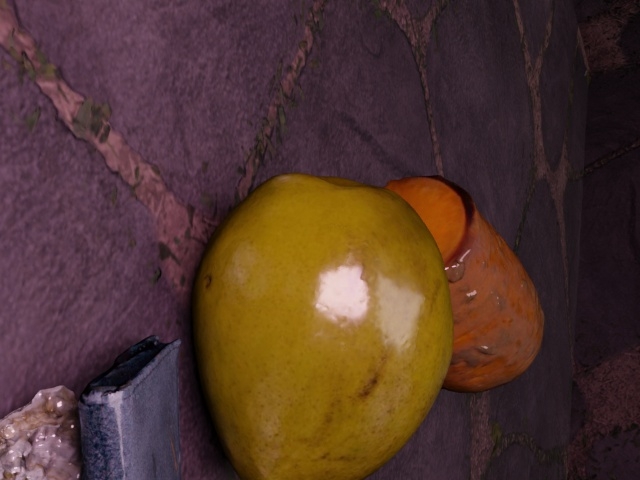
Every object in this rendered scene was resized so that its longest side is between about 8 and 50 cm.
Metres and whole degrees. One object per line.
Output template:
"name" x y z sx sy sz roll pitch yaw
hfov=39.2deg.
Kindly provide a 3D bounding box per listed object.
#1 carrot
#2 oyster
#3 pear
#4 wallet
"carrot" 0.180 0.072 1.258 0.340 0.224 0.224 54 41 -45
"oyster" -0.205 0.178 0.623 0.177 0.064 0.124 -60 136 -51
"pear" -0.001 0.089 0.854 0.253 0.253 0.307 8 88 -65
"wallet" -0.134 0.275 0.700 0.190 0.046 0.378 -70 157 -84
